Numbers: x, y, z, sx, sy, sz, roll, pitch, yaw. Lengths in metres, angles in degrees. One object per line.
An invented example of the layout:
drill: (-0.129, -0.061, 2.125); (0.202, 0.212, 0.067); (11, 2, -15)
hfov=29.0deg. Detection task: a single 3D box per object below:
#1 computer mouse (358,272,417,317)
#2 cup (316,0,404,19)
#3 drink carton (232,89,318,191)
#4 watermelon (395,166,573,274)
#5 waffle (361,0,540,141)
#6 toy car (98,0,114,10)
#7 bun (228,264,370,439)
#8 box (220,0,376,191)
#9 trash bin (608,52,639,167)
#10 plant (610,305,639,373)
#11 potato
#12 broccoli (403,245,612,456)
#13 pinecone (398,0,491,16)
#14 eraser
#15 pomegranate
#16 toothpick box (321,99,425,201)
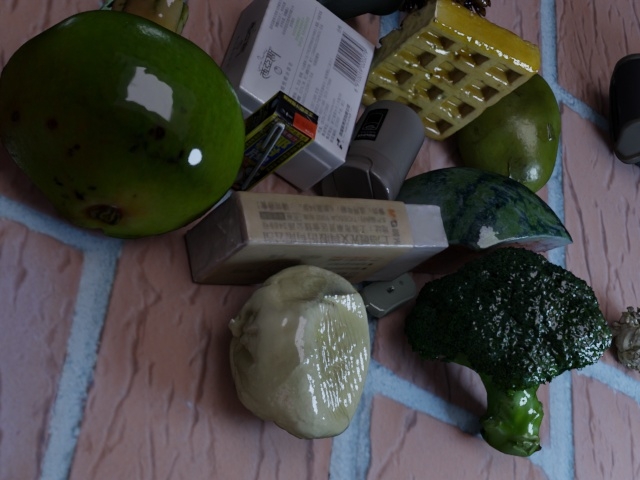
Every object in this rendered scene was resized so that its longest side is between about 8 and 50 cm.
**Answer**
computer mouse: (0.093, 0.081, 1.808); (0.110, 0.032, 0.056); (-28, 74, -40)
cup: (0.021, -0.423, 1.962); (0.150, 0.199, 0.199); (-33, 90, -29)
drink carton: (-0.081, -0.130, 1.680); (0.071, 0.165, 0.056); (29, 49, -25)
watermelon: (0.212, -0.023, 1.896); (0.260, 0.256, 0.176); (4, 107, -49)
waffle: (0.186, -0.262, 1.940); (0.221, 0.248, 0.055); (22, 52, -30)
toy car: (-0.260, -0.307, 1.707); (0.093, 0.058, 0.186); (44, 44, -15)
bun: (-0.033, 0.143, 1.588); (0.229, 0.145, 0.230); (-3, 90, -65)
box: (-0.041, -0.233, 1.820); (0.194, 0.111, 0.260); (34, 49, -21)
trash bin: (0.684, -0.224, 2.420); (0.290, 0.182, 0.210); (29, 48, -33)
plant: (0.565, 0.163, 2.123); (0.104, 0.122, 0.117); (25, 43, -43)
potato: (0.319, -0.192, 2.090); (0.186, 0.148, 0.253); (14, 57, -39)
broccoli: (0.263, 0.153, 1.791); (0.297, 0.297, 0.297); (-15, 114, -45)
pinecone: (0.200, -0.470, 2.115); (0.221, 0.221, 0.222); (22, 53, -31)
eraser: (0.000, 0.000, 1.672); (0.343, 0.144, 0.078); (2, 67, -36)
pomegranate: (-0.218, -0.185, 1.533); (0.309, 0.216, 0.359); (30, 58, -33)
toothpick box: (0.081, -0.119, 1.861); (0.111, 0.111, 0.181); (44, 43, -13)
